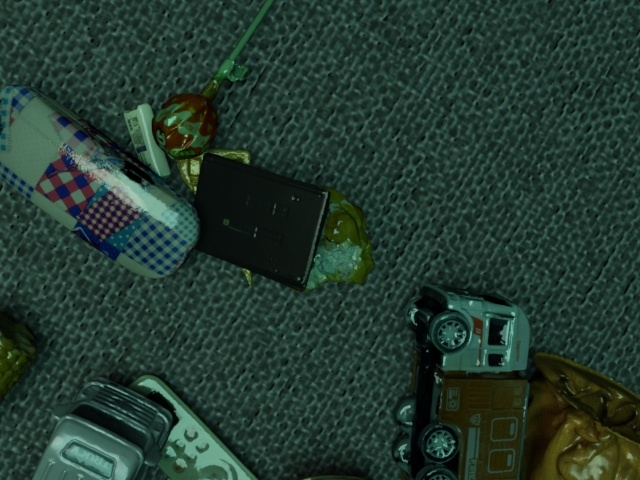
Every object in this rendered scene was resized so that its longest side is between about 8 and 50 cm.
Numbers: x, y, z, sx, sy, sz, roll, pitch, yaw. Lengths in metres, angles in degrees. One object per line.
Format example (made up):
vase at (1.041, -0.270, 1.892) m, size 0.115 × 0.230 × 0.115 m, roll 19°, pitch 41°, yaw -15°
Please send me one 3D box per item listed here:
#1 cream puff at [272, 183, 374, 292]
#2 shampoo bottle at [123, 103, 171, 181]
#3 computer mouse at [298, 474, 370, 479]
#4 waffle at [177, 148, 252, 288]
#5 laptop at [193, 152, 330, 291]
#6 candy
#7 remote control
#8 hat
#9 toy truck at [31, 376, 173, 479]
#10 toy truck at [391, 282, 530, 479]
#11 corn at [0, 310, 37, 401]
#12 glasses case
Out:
cream puff at (0.001, 0.001, 0.989) m, size 0.156 × 0.156 × 0.121 m, roll -3°, pitch 49°, yaw -2°
shampoo bottle at (-0.228, -0.113, 0.999) m, size 0.034 × 0.049 × 0.141 m, roll -24°, pitch 101°, yaw -47°
computer mouse at (-0.016, 0.455, 1.010) m, size 0.158 × 0.072 × 0.310 m, roll 12°, pitch 100°, yaw -24°
waffle at (-0.153, -0.031, 1.011) m, size 0.125 × 0.032 × 0.190 m, roll 2°, pitch 91°, yaw -5°
laptop at (-0.087, -0.026, 0.948) m, size 0.197 × 0.016 × 0.135 m, roll 19°, pitch 101°, yaw 27°
candy at (-0.128, -0.231, 0.984) m, size 0.078 × 0.084 × 0.287 m, roll 42°, pitch 71°, yaw -41°
remote control at (-0.162, 0.314, 1.027) m, size 0.090 × 0.038 × 0.309 m, roll -42°, pitch 94°, yaw -1°
hat at (0.334, 0.309, 0.990) m, size 0.234 × 0.244 × 0.233 m, roll 29°, pitch 105°, yaw 3°
toy truck at (-0.327, 0.368, 0.941) m, size 0.146 × 0.175 × 0.367 m, roll 26°, pitch 99°, yaw -2°
toy truck at (0.198, 0.215, 1.000) m, size 0.162 × 0.136 × 0.305 m, roll 3°, pitch 95°, yaw -11°
corn at (-0.514, 0.230, 0.958) m, size 0.131 × 0.131 × 0.344 m, roll 43°, pitch 88°, yaw -5°
glasses case at (-0.306, -0.075, 0.968) m, size 0.327 × 0.076 × 0.125 m, roll 37°, pitch 110°, yaw -1°
